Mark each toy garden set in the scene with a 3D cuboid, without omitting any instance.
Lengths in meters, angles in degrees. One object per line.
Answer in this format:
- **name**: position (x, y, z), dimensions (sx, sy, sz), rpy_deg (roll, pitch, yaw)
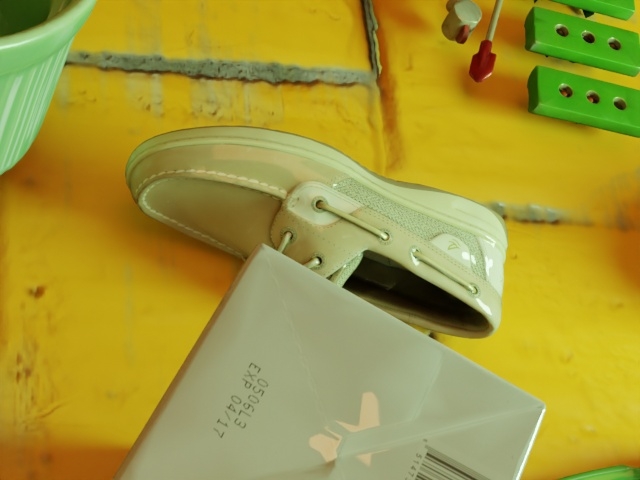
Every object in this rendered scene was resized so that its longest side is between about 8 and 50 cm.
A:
- **toy garden set**: position (0.189, -0.209, 1.173), dimensions (0.203, 0.049, 0.244), rpy_deg (11, 58, -14)

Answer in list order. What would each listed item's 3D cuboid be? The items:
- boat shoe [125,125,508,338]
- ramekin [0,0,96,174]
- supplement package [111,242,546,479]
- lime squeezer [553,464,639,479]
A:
- **boat shoe**: position (0.000, 0.000, 0.950), dimensions (0.302, 0.109, 0.098), rpy_deg (16, 55, -15)
- **ramekin**: position (-0.312, -0.162, 0.872), dimensions (0.303, 0.148, 0.303), rpy_deg (16, 38, -13)
- **supplement package**: position (-0.030, 0.174, 0.720), dimensions (0.175, 0.293, 0.177), rpy_deg (29, 56, 1)
- **lime squeezer**: position (0.277, 0.203, 0.962), dimensions (0.310, 0.059, 0.110), rpy_deg (20, 86, -8)
